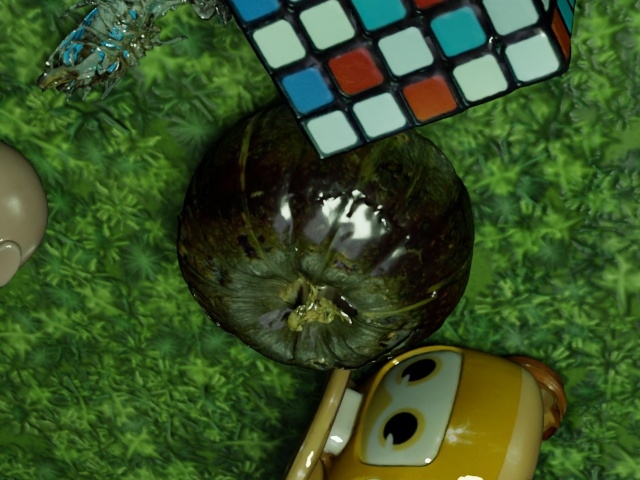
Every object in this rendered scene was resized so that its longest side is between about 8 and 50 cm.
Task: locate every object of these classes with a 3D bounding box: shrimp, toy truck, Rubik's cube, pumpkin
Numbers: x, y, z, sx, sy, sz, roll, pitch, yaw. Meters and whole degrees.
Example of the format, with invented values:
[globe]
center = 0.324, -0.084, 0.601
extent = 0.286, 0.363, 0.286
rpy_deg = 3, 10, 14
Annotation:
[shrimp]
center = -0.147, -0.162, 0.964
extent = 0.174, 0.076, 0.082
rpy_deg = -24, 157, 23
[toy truck]
center = 0.075, 0.211, 1.081
extent = 0.211, 0.204, 0.288
rpy_deg = 24, 133, -2
[Rubik's cube]
center = 0.050, -0.191, 0.802
extent = 0.184, 0.187, 0.182
rpy_deg = -16, 120, 26
[pumpkin]
center = 0.000, 0.001, 0.973
extent = 0.238, 0.159, 0.238
rpy_deg = 5, 129, 6

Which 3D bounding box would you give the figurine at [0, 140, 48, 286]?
[figurine]
center = -0.293, -0.027, 1.053
extent = 0.125, 0.138, 0.125
rpy_deg = -10, 118, -20
